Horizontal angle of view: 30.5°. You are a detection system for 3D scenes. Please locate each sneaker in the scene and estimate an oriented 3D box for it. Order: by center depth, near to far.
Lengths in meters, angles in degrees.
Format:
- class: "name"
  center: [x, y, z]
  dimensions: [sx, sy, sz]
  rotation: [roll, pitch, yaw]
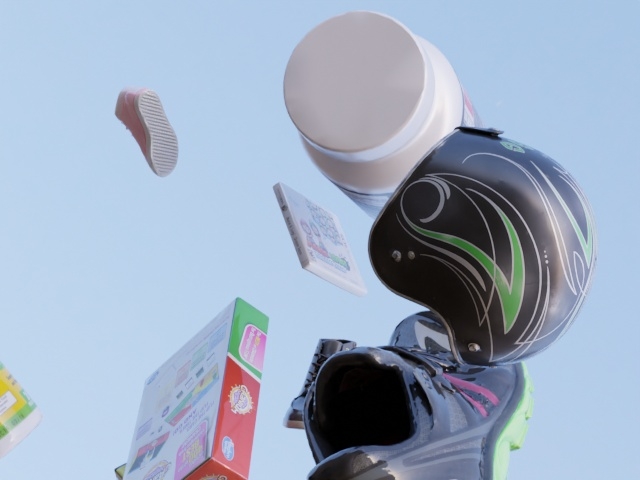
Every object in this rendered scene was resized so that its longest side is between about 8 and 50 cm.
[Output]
- class: "sneaker"
  center: [0.098, 0.167, 1.213]
  dimensions: [0.185, 0.483, 0.202]
  rotation: [-35, -80, 18]
- class: "sneaker"
  center: [-0.241, -0.154, 1.619]
  dimensions: [0.070, 0.051, 0.134]
  rotation: [21, -43, 42]
- class: "sneaker"
  center: [-0.001, 0.210, 1.729]
  dimensions: [0.083, 0.222, 0.118]
  rotation: [6, -85, 11]

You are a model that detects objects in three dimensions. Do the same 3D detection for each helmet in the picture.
- class: "helmet"
  center: [0.136, 0.010, 0.916]
  dimensions: [0.161, 0.169, 0.169]
  rotation: [39, -48, 16]

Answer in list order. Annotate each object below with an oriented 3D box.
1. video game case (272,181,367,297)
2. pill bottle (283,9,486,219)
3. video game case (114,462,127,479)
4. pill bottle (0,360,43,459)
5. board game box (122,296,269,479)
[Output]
- class: "video game case"
  center: [0.000, 0.000, 1.672]
  dimensions: [0.019, 0.157, 0.143]
  rotation: [-33, -122, 20]
- class: "pill bottle"
  center: [0.091, -0.145, 1.497]
  dimensions: [0.210, 0.363, 0.210]
  rotation: [-4, -103, 16]
- class: "video game case"
  center: [-0.224, 0.506, 1.788]
  dimensions: [0.248, 0.035, 0.275]
  rotation: [30, -45, 51]
- class: "pill bottle"
  center: [-0.435, 0.145, 1.302]
  dimensions: [0.136, 0.136, 0.246]
  rotation: [-32, -81, 42]
- class: "board game box"
  center: [-0.184, 0.263, 1.678]
  dimensions: [0.064, 0.316, 0.242]
  rotation: [35, -57, -22]
